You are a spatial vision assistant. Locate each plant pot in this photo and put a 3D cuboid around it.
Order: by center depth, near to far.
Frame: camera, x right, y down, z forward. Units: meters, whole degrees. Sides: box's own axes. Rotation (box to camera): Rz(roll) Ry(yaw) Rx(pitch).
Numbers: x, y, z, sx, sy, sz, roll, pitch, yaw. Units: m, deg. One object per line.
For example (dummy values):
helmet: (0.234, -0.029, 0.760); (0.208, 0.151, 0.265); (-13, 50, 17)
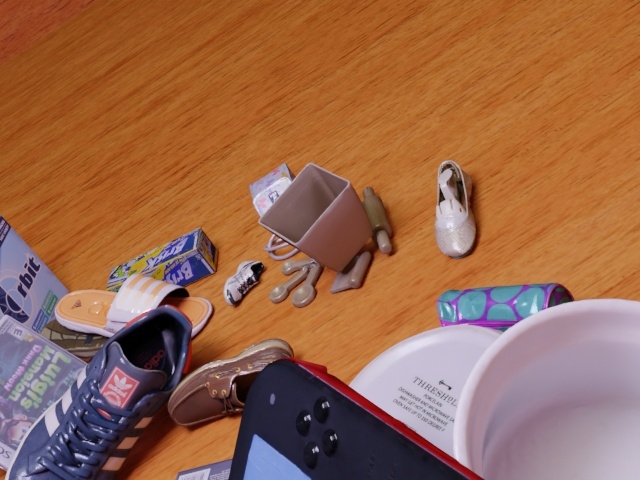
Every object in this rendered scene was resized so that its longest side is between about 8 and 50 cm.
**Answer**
plant pot: (0.004, -0.021, 1.614); (0.109, 0.096, 0.109); (-49, 35, -8)

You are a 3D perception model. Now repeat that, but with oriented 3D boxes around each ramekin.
ramekin: (0.241, 0.197, 0.990); (0.277, 0.135, 0.277); (0, 55, 0)
ramekin: (0.126, 0.203, 1.204); (0.273, 0.127, 0.273); (-25, 32, 17)

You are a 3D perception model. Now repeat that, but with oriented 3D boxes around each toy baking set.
toy baking set: (0.006, -0.002, 1.700); (0.197, 0.030, 0.256); (-27, 32, 14)

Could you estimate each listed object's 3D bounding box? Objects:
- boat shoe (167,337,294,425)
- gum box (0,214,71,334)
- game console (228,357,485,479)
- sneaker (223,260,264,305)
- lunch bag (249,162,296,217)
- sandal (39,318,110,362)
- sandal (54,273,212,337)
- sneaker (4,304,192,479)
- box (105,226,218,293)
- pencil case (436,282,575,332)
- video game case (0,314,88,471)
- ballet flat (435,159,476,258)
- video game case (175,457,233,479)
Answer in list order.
boat shoe: (-0.113, 0.185, 1.522); (0.178, 0.064, 0.060); (-28, 29, 8)
gum box: (-0.485, 0.079, 1.913); (0.041, 0.184, 0.157); (-19, 35, 26)
game console: (0.003, 0.320, 1.010); (0.342, 0.060, 0.386); (29, 110, 58)
sneaker: (-0.108, 0.057, 1.726); (0.037, 0.032, 0.083); (-9, 40, 37)
lunch bag: (-0.065, -0.068, 1.840); (0.071, 0.053, 0.083); (-31, 38, 11)
sandal: (-0.345, 0.153, 1.815); (0.180, 0.049, 0.072); (-1, 44, 22)
sandal: (-0.286, 0.093, 1.760); (0.265, 0.076, 0.102); (4, 43, 25)
sneaker: (-0.273, 0.215, 1.529); (0.350, 0.131, 0.148); (-60, 6, -35)
box: (-0.240, 0.046, 1.849); (0.169, 0.054, 0.059); (-25, 32, 17)
pencil case: (0.206, 0.083, 1.355); (0.152, 0.064, 0.070); (-7, 25, 39)
video game case: (-0.421, 0.219, 1.695); (0.190, 0.173, 0.022); (-58, -1, -34)
ballet flat: (0.167, -0.044, 1.578); (0.057, 0.052, 0.168); (-23, 33, 19)
video game case: (-0.108, 0.348, 1.331); (0.196, 0.026, 0.274); (-18, 35, 26)
